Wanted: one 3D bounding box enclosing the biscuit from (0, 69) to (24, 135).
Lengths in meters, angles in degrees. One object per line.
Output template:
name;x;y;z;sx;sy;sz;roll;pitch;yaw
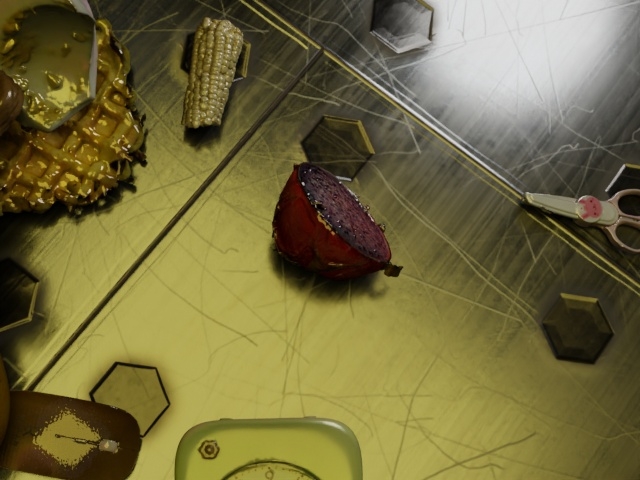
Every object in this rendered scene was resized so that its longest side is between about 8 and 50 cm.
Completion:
biscuit;-0.615;-0.057;1.489;0.368;0.076;0.394;-12;58;19

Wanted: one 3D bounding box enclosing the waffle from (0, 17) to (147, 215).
waffle;-0.493;-0.217;1.687;0.382;0.095;0.380;-12;77;-12

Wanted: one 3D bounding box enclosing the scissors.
scissors;0.472;-0.052;1.765;0.242;0.030;0.118;12;73;-4

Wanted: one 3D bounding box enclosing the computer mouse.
computer mouse;-0.407;0.308;1.569;0.245;0.056;0.126;12;74;-4

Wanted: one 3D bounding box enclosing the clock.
clock;-0.079;0.447;1.530;0.286;0.117;0.348;0;75;-6

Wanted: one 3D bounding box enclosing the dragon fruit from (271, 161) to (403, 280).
dragon fruit;-0.003;-0.003;1.645;0.148;0.223;0.218;-43;41;19

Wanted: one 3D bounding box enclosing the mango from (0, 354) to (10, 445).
mango;-0.600;0.203;1.498;0.263;0.221;0.378;-8;65;3

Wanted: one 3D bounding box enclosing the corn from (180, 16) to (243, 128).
corn;-0.189;-0.283;1.743;0.087;0.087;0.211;10;80;-3

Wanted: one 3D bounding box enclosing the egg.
egg;-0.442;-0.329;1.578;0.206;0.271;0.162;20;35;9
